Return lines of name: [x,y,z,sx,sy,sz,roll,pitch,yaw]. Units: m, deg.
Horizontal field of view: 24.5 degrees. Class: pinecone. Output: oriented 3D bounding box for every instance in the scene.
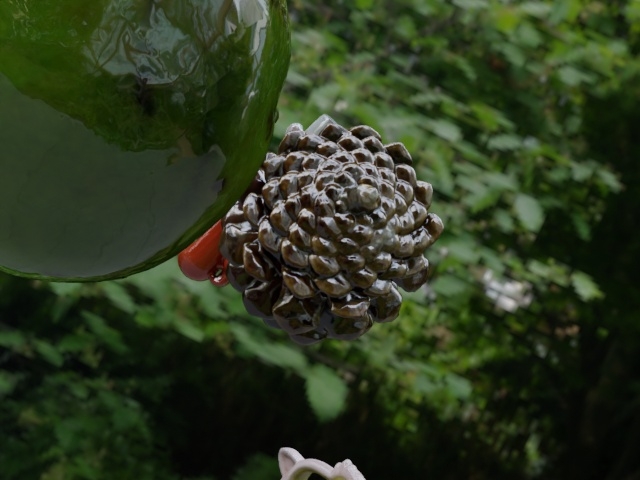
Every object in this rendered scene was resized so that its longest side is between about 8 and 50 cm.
pinecone: [0.008,0.005,1.701,0.264,0.264,0.264,26,-2,1]

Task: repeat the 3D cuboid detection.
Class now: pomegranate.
pomegranate: [-0.162,-0.108,0.740,0.301,0.236,0.236,20,-1,-8]

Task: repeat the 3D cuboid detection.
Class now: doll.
doll: [-0.065,-0.040,1.980,0.161,0.290,0.130,45,4,17]

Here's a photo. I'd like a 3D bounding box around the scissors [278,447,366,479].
scissors: [0.036,0.300,1.320,0.024,0.160,0.317,12,14,-39]
